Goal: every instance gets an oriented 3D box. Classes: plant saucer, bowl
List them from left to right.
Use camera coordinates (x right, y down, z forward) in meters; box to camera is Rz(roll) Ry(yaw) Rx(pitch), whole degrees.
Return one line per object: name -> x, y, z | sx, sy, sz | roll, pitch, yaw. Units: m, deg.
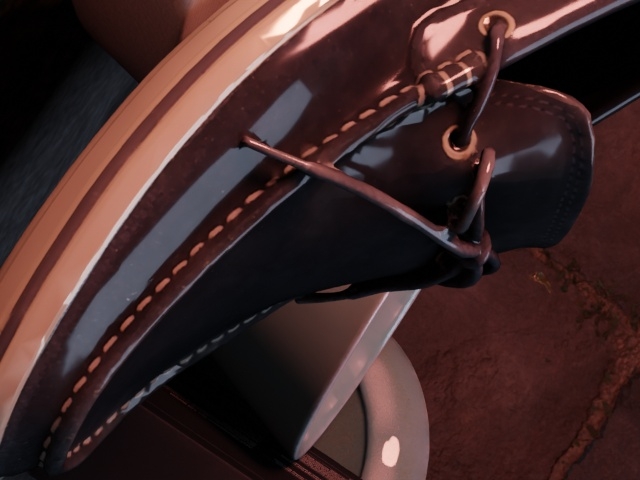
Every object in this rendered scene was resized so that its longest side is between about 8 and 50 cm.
plant saucer -> -0.052, 0.195, 1.601 | 0.317, 0.318, 0.044 | -57, 140, -2
bowl -> 0.000, 0.000, 1.427 | 0.311, 0.163, 0.311 | -57, 174, -9

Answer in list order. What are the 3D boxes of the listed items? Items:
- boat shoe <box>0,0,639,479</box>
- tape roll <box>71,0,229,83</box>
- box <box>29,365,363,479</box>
boat shoe -> 0.044, -0.050, 0.816 | 0.500, 0.156, 0.187 | -39, 169, -21
tape roll -> 0.048, -0.209, 0.837 | 0.392, 0.072, 0.392 | -44, 168, -11
box -> -0.071, 0.200, 1.421 | 0.103, 0.261, 0.184 | -57, 173, 7
